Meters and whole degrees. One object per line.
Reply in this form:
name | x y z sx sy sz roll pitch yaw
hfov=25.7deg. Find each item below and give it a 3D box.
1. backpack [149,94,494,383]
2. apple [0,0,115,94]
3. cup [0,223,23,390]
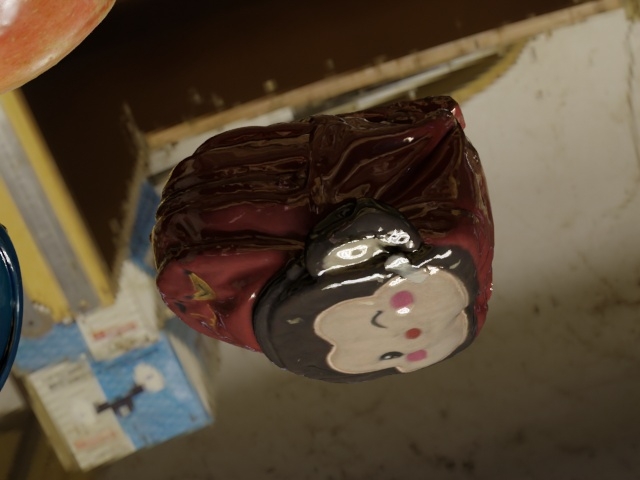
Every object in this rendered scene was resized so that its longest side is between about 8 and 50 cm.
backpack | 0.000 0.002 0.876 0.229 0.229 0.139 -10 -121 18
apple | -0.318 -0.261 1.158 0.277 0.319 0.319 -51 -148 1
cup | -0.224 0.019 0.688 0.138 0.113 0.150 5 -130 19
